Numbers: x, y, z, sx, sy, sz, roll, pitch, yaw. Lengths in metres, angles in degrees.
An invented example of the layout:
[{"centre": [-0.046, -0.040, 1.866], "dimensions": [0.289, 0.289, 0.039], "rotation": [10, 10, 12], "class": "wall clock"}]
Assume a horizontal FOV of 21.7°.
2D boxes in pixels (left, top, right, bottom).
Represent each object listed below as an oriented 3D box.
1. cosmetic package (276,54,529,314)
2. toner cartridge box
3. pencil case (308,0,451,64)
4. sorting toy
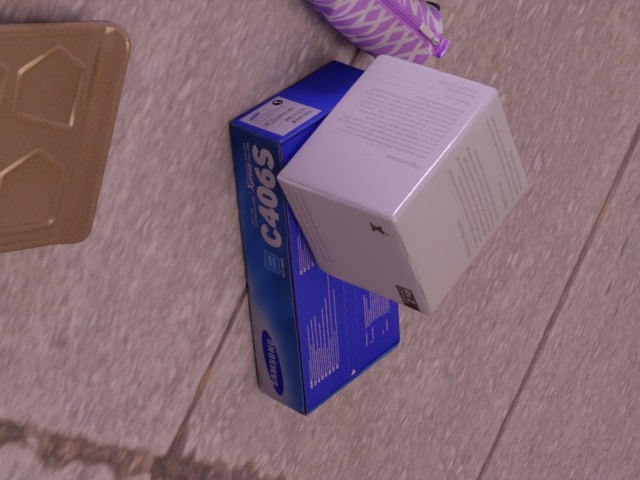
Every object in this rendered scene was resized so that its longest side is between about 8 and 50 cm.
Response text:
[{"centre": [0.085, -0.057, 1.659], "dimensions": [0.183, 0.151, 0.151], "rotation": [-50, 140, -23], "class": "cosmetic package"}, {"centre": [0.000, 0.000, 1.778], "dimensions": [0.165, 0.075, 0.348], "rotation": [-33, 133, -36], "class": "toner cartridge box"}, {"centre": [0.052, -0.240, 1.695], "dimensions": [0.206, 0.088, 0.086], "rotation": [28, 94, -53], "class": "pencil case"}, {"centre": [-0.264, -0.128, 1.386], "dimensions": [0.229, 0.041, 0.307], "rotation": [-7, 120, -45], "class": "sorting toy"}]
